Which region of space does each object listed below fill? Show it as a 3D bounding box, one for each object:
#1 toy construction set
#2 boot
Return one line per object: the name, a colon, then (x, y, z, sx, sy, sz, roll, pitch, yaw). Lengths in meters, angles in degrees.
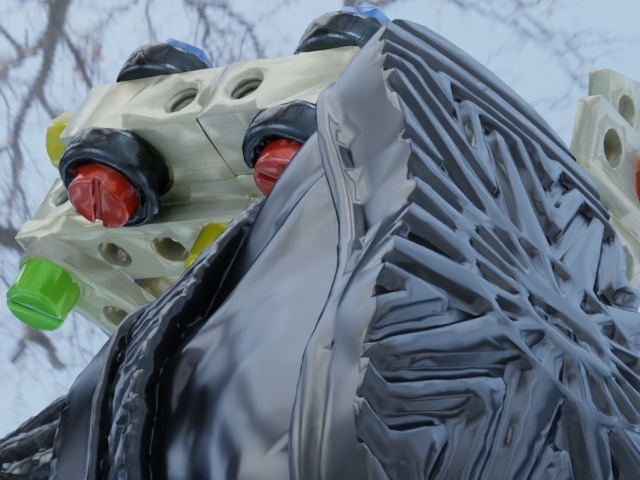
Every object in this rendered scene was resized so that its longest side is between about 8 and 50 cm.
toy construction set: (0.000, 0.000, 0.856, 0.328, 0.151, 0.215, -16, -52, 26)
boot: (-0.022, 0.106, 0.546, 0.131, 0.348, 0.260, 40, -69, -15)
